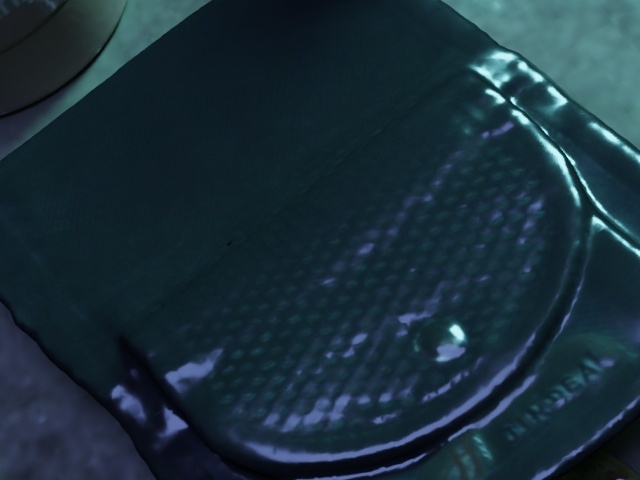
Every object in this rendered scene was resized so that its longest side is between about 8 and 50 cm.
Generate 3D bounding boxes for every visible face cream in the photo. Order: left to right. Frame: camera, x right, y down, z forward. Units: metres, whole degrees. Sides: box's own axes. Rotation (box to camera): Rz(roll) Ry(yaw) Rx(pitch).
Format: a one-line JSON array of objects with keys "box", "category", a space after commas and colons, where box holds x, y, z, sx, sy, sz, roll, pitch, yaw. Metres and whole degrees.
[{"box": [-0.180, -0.147, 0.856, 0.149, 0.104, 0.149, -10, 57, 15], "category": "face cream"}]

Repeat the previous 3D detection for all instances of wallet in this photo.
[{"box": [0.000, 0.000, 0.730, 0.247, 0.041, 0.323, -37, 48, -10], "category": "wallet"}]

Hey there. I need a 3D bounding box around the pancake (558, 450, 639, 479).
[{"box": [0.081, 0.125, 0.644, 0.115, 0.011, 0.115, -11, 57, 17], "category": "pancake"}]
